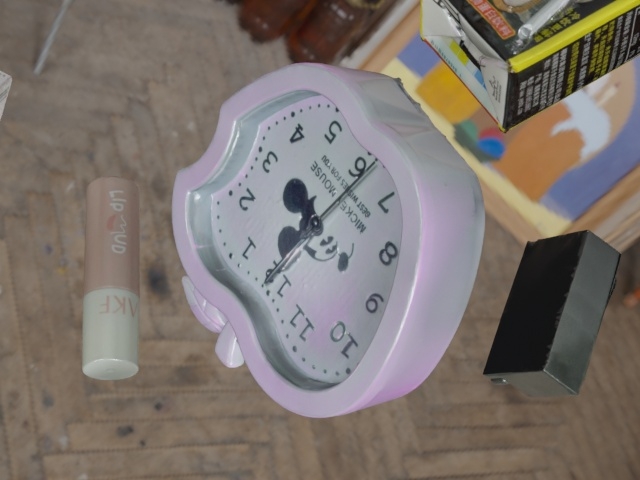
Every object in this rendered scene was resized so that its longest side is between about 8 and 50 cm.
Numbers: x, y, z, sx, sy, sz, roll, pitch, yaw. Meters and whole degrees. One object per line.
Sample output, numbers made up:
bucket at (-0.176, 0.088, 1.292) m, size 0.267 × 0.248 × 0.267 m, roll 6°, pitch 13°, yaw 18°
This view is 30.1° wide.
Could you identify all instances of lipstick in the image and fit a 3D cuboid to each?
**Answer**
lipstick at (-0.262, 0.045, 1.495) m, size 0.070 × 0.070 × 0.255 m, roll 14°, pitch 58°, yaw -31°

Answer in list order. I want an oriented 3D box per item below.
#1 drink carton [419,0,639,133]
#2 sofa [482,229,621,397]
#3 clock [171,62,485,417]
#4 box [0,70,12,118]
drink carton at (0.130, -0.122, 0.524) m, size 0.165 × 0.056 × 0.071 m, roll -31°, pitch 64°, yaw -11°
sofa at (0.213, 0.069, 1.073) m, size 0.060 × 0.085 × 0.147 m, roll 34°, pitch 64°, yaw -26°
clock at (0.000, 0.000, 1.165) m, size 0.102 × 0.338 × 0.339 m, roll -3°, pitch 62°, yaw -48°
box at (-0.284, -0.093, 0.828) m, size 0.089 × 0.043 × 0.125 m, roll 27°, pitch 35°, yaw 0°
